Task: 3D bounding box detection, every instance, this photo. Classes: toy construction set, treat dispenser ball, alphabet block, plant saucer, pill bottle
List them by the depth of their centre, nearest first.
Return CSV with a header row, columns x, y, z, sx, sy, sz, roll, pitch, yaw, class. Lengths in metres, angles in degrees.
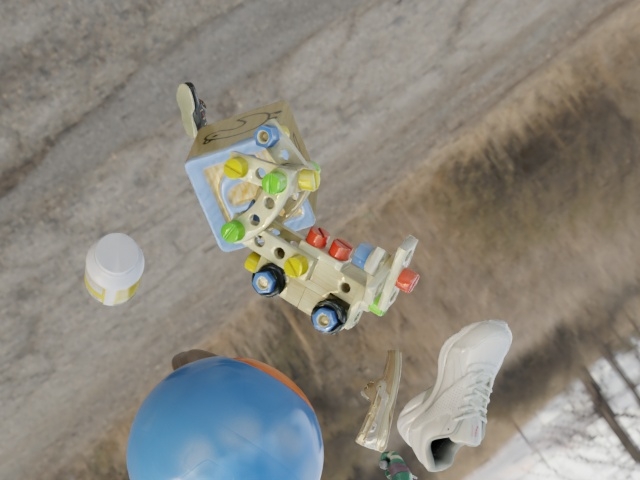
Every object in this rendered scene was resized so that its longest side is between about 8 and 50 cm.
x,y,z,sx,sy,sz,roll,pitch,yaw,class
0.000,0.000,1.344,0.151,0.328,0.215,-4,124,-52,toy construction set
-0.139,0.313,1.475,0.288,0.288,0.288,-33,170,-7,treat dispenser ball
-0.371,0.049,1.804,0.103,0.103,0.184,-30,172,-22,pill bottle
-0.121,-0.121,1.854,0.192,0.193,0.197,-16,-157,8,alphabet block
-0.217,0.335,2.308,0.041,0.278,0.278,-55,167,8,plant saucer

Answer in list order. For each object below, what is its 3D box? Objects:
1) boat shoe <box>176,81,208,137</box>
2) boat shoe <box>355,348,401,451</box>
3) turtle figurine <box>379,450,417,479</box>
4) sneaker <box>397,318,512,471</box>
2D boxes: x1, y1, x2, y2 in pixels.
x,y,z,sx,sy,sz,roll,pitch,yaw,class
-0.247,-0.259,1.944,0.042,0.049,0.133,-39,148,-25,boat shoe
0.094,0.255,1.630,0.063,0.059,0.170,82,20,-73,boat shoe
0.087,0.332,1.141,0.234,0.175,0.118,3,177,-33,turtle figurine
0.193,0.209,1.306,0.090,0.115,0.232,12,119,-27,sneaker
